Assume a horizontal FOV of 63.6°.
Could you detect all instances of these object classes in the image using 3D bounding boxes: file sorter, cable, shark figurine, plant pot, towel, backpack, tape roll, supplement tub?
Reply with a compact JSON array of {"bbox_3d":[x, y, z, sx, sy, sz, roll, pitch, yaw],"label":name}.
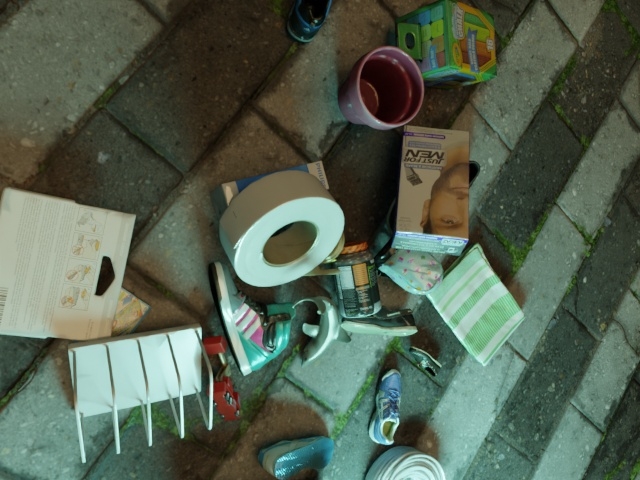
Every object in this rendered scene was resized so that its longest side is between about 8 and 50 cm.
[{"bbox_3d":[-0.379,0.326,1.112,0.277,0.173,0.193,-6,119,-25],"label":"file sorter"},{"bbox_3d":[0.242,0.729,1.492,0.256,0.089,0.258,1,90,-26],"label":"cable"},{"bbox_3d":[0.028,0.215,1.311,0.166,0.116,0.278,-35,146,-31],"label":"shark figurine"},{"bbox_3d":[0.141,-0.387,1.362,0.201,0.180,0.202,-1,93,-25],"label":"plant pot"},{"bbox_3d":[0.498,0.203,1.625,0.248,0.038,0.325,-43,108,-17],"label":"towel"},{"bbox_3d":[0.246,0.072,1.412,0.182,0.115,0.152,42,89,4],"label":"backpack"},{"bbox_3d":[-0.090,-0.023,1.207,0.286,0.100,0.286,-22,144,-17],"label":"tape roll"},{"bbox_3d":[0.094,0.102,1.389,0.116,0.117,0.191,-12,96,-24],"label":"supplement tub"}]

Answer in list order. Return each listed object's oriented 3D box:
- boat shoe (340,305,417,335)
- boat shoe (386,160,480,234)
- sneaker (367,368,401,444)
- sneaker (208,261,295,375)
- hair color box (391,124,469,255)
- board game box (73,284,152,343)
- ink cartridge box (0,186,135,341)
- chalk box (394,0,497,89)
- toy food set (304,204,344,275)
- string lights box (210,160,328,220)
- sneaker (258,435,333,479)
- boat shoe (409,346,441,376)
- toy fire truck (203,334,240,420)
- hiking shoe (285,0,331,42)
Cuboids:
[{"bbox_3d":[0.161,0.224,1.455,0.232,0.084,0.079,5,67,-22],"label":"boat shoe"},{"bbox_3d":[0.338,-0.130,1.498,0.340,0.113,0.127,-34,106,-20],"label":"boat shoe"},{"bbox_3d":[0.199,0.475,1.468,0.080,0.081,0.212,13,85,-23],"label":"sneaker"},{"bbox_3d":[-0.156,0.169,1.268,0.178,0.123,0.296,-20,107,-18],"label":"sneaker"},{"bbox_3d":[0.298,-0.139,1.386,0.185,0.110,0.339,6,66,4],"label":"hair color box"},{"bbox_3d":[-0.475,0.185,1.175,0.103,0.026,0.154,41,75,-20],"label":"board game box"},{"bbox_3d":[-0.562,0.059,1.108,0.260,0.066,0.297,12,86,-24],"label":"ink cartridge box"},{"bbox_3d":[0.324,-0.530,1.408,0.288,0.179,0.181,-7,95,-40],"label":"chalk box"},{"bbox_3d":[0.000,0.000,1.357,0.132,0.038,0.192,-1,78,14],"label":"toy food set"},{"bbox_3d":[-0.125,-0.122,1.270,0.259,0.133,0.077,-18,93,-24],"label":"string lights box"},{"bbox_3d":[-0.056,0.555,1.353,0.228,0.092,0.088,10,85,-44],"label":"sneaker"},{"bbox_3d":[0.308,0.359,1.533,0.133,0.048,0.042,41,67,-25],"label":"boat shoe"},{"bbox_3d":[-0.237,0.336,1.254,0.047,0.135,0.192,-10,135,4],"label":"toy fire truck"},{"bbox_3d":[-0.002,-0.664,1.314,0.113,0.132,0.305,8,88,-25],"label":"hiking shoe"}]
